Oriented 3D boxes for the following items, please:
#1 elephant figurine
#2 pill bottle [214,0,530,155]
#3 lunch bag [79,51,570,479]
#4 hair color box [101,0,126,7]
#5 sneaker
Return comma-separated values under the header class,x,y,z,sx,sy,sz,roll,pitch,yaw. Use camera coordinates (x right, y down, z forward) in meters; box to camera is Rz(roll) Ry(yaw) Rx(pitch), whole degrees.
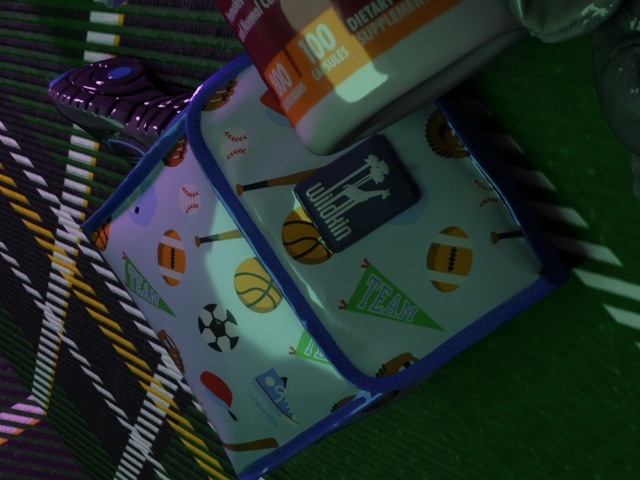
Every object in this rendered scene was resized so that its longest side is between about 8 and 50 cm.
class,x,y,z,sx,sy,sz,roll,pitch,yaw
elephant figurine,0.203,-0.180,0.707,0.239,0.186,0.169,60,-164,20
pill bottle,-0.014,-0.280,0.836,0.392,0.224,0.224,58,151,1
lunch bag,0.000,0.000,1.066,0.385,0.239,0.327,-38,82,38
hair color box,-0.231,-0.405,1.094,0.374,0.185,0.113,47,149,20
sneaker,-0.218,-0.125,1.393,0.341,0.125,0.139,30,141,42
